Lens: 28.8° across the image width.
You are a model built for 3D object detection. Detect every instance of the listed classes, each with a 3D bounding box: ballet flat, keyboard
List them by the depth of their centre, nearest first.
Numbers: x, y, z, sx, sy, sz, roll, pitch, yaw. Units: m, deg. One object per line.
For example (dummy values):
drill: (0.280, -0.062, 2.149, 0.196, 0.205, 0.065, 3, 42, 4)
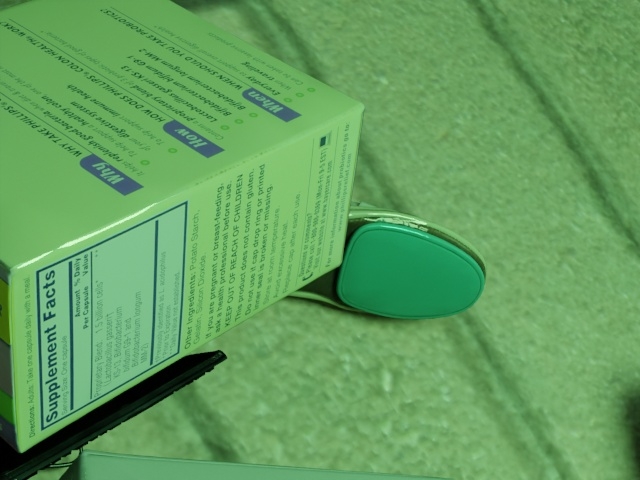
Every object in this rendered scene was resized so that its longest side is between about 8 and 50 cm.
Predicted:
keyboard: (-0.135, 0.111, 0.684, 0.192, 0.100, 0.038, -25, 102, -55)
ballet flat: (0.000, 0.000, 0.864, 0.248, 0.086, 0.086, 8, 54, -27)

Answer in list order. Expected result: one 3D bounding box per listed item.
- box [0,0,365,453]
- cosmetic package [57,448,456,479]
box: (-0.137, -0.033, 0.699, 0.213, 0.117, 0.243, 32, 42, 30)
cosmetic package: (-0.033, 0.196, 0.680, 0.238, 0.107, 0.127, 10, 54, -24)
